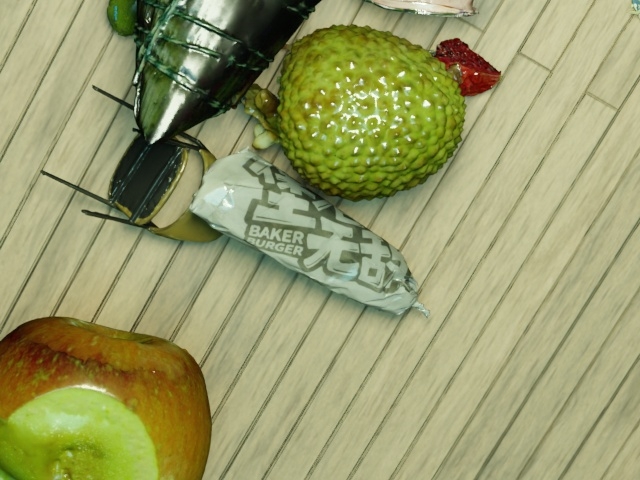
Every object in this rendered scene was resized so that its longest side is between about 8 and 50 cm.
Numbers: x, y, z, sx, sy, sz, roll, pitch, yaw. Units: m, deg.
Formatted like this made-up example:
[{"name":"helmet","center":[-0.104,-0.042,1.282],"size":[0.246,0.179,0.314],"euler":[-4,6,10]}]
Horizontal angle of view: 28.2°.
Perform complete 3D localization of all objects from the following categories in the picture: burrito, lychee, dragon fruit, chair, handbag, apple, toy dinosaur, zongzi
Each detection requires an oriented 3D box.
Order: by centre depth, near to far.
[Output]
[{"name":"zongzi","center":[-0.188,-0.370,1.780],"size":[0.362,0.319,0.383],"euler":[37,101,-13]},{"name":"lychee","center":[0.049,-0.186,1.861],"size":[0.320,0.270,0.270],"euler":[-5,103,-5]},{"name":"handbag","center":[0.134,-0.397,1.862],"size":[0.179,0.205,0.116],"euler":[-5,108,-37]},{"name":"apple","center":[-0.351,0.295,1.911],"size":[0.374,0.384,0.374],"euler":[-6,79,33]},{"name":"dragon fruit","center":[0.207,-0.251,1.936],"size":[0.097,0.131,0.063],"euler":[44,120,12]},{"name":"chair","center":[-0.261,-0.097,1.944],"size":[0.247,0.172,0.158],"euler":[22,106,-51]},{"name":"toy dinosaur","center":[0.517,-0.356,1.962],"size":[0.083,0.030,0.047],"euler":[6,104,-2]},{"name":"burrito","center":[0.000,0.000,1.964],"size":[0.445,0.139,0.101],"euler":[30,142,-24]}]

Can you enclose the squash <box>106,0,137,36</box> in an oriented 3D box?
[{"name":"squash","center":[-0.211,-0.444,1.897],"size":[0.087,0.087,0.331],"euler":[39,99,-9]}]

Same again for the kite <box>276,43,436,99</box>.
[{"name":"kite","center":[0.061,-0.241,1.987],"size":[0.285,0.015,0.152],"euler":[9,100,-6]}]
